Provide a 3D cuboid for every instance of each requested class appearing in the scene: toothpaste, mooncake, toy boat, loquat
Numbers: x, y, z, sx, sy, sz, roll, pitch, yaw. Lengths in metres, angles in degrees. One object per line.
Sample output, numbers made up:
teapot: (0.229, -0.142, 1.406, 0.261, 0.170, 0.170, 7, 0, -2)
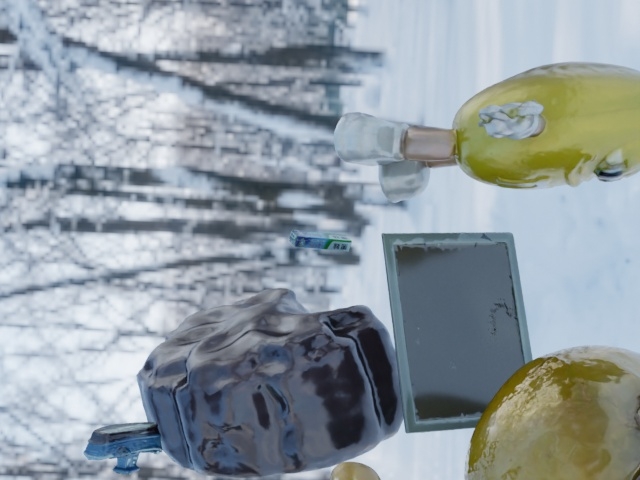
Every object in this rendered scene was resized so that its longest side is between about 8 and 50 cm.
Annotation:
toothpaste: (0.000, 0.000, 1.722, 0.020, 0.083, 0.017, 45, 124, 53)
mooncake: (-0.080, 0.204, 1.928, 0.381, 0.350, 0.212, 2, 112, 48)
toy boat: (-0.248, 0.268, 1.695, 0.137, 0.060, 0.061, -1, -83, -62)
loquat: (0.340, 0.272, 1.575, 0.359, 0.328, 0.328, 117, 161, -51)

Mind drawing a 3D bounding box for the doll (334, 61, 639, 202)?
doll: (0.230, -0.137, 1.676, 0.423, 0.348, 0.161, -10, 85, 49)

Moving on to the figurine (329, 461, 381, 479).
figurine: (0.060, 0.261, 1.167, 0.121, 0.122, 0.176, 33, -160, -44)

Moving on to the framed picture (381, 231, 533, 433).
framed picture: (0.191, 0.121, 1.798, 0.016, 0.216, 0.273, 149, 118, -62)
